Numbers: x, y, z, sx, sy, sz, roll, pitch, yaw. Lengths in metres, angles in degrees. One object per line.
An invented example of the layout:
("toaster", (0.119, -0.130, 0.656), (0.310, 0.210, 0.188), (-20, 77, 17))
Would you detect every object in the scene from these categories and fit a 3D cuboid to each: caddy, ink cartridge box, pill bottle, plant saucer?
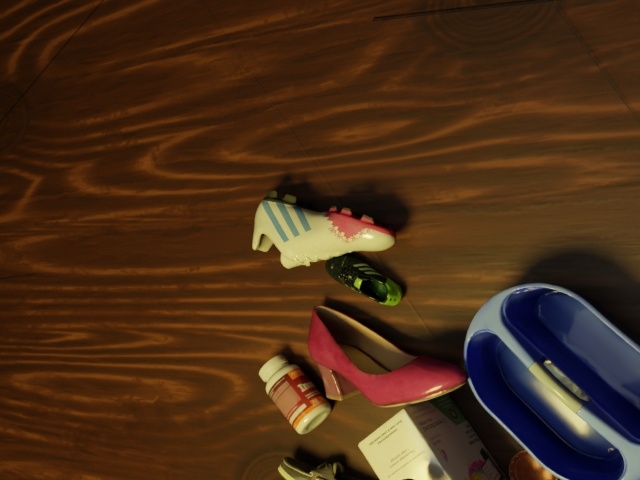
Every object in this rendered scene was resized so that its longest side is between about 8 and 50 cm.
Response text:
("caddy", (0.390, 0.219, 1.147), (0.341, 0.179, 0.241), (45, 111, 25))
("ink cartridge box", (0.220, 0.414, 1.229), (0.117, 0.201, 0.278), (-43, 68, 22))
("pill bottle", (-0.055, 0.307, 1.471), (0.152, 0.086, 0.086), (47, 111, 24))
("plant saucer", (0.366, 0.400, 1.250), (0.084, 0.013, 0.083), (-2, 87, 32))

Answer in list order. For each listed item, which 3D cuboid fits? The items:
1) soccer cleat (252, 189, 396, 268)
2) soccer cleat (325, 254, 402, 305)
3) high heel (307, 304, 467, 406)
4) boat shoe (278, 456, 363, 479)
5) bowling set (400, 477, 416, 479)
("soccer cleat", (0.000, 0.000, 1.433), (0.331, 0.116, 0.143), (15, 88, 39))
("soccer cleat", (0.076, 0.073, 1.407), (0.179, 0.072, 0.060), (26, 101, 30))
("high heel", (0.099, 0.194, 1.306), (0.377, 0.127, 0.181), (-15, 89, 50))
("boat shoe", (0.024, 0.468, 1.425), (0.224, 0.080, 0.073), (20, 93, 25))
("bowling set", (0.190, 0.449, 1.067), (0.287, 0.154, 0.199), (-26, 57, 28))
